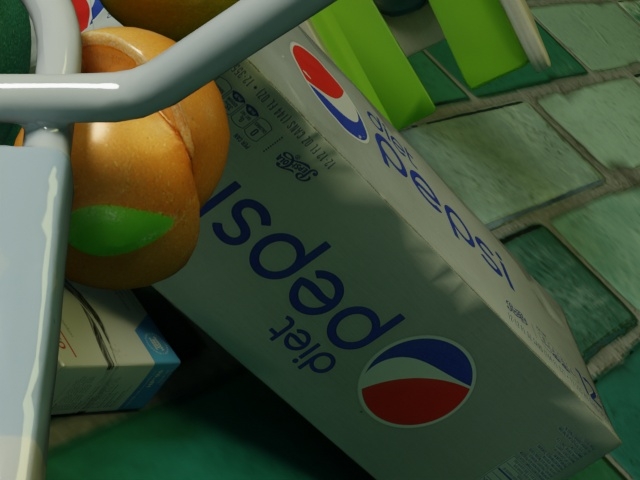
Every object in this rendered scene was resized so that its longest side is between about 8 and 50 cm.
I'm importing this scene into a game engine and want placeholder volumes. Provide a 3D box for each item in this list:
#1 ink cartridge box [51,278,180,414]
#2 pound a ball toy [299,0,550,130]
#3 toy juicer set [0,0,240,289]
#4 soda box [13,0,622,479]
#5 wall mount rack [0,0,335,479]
[{"bbox_3d":[-0.096,0.037,0.633,0.048,0.028,0.083,52,25,24],"label":"ink cartridge box"},{"bbox_3d":[-0.031,-0.201,0.975,0.319,0.208,0.136,58,11,-32],"label":"pound a ball toy"},{"bbox_3d":[-0.123,-0.078,0.564,0.089,0.209,0.329,38,21,-36],"label":"toy juicer set"},{"bbox_3d":[0.000,0.000,0.692,0.286,0.091,0.098,44,18,-33],"label":"soda box"},{"bbox_3d":[-0.072,0.019,0.338,0.304,0.130,0.350,-2,54,2],"label":"wall mount rack"}]
